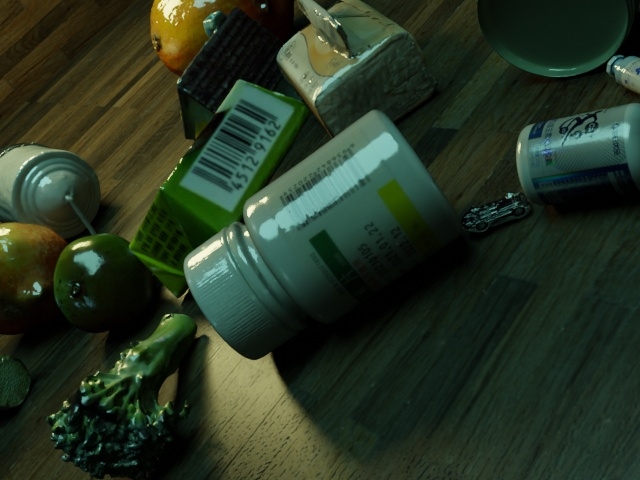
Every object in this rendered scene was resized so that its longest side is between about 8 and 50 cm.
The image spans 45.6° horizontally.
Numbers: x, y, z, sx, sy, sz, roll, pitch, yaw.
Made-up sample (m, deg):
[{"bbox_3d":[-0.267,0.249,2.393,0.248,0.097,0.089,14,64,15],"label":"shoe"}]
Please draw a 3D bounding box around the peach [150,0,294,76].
[{"bbox_3d":[-0.229,-0.542,1.839,0.372,0.290,0.372,-23,3,1],"label":"peach"}]

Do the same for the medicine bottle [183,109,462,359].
[{"bbox_3d":[0.000,0.000,1.037,0.339,0.208,0.208,-35,33,7],"label":"medicine bottle"}]

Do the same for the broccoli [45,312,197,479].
[{"bbox_3d":[-0.261,0.209,1.118,0.145,0.165,0.304,-55,5,35],"label":"broccoli"}]

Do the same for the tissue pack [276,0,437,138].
[{"bbox_3d":[0.036,-0.344,1.411,0.238,0.238,0.305,-35,33,4],"label":"tissue pack"}]

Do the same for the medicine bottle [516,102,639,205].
[{"bbox_3d":[0.346,-0.106,0.927,0.191,0.107,0.107,-8,43,38],"label":"medicine bottle"}]

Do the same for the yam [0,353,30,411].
[{"bbox_3d":[-0.642,0.278,1.408,0.194,0.107,0.107,-19,37,28],"label":"yam"}]

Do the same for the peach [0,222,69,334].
[{"bbox_3d":[-0.587,0.075,1.504,0.256,0.232,0.232,25,67,43],"label":"peach"}]

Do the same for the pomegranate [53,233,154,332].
[{"bbox_3d":[-0.375,0.070,1.374,0.180,0.180,0.209,-21,6,25],"label":"pomegranate"}]

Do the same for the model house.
[{"bbox_3d":[-0.207,-0.311,1.582,0.230,0.249,0.281,-6,44,41],"label":"model house"}]

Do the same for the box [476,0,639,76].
[{"bbox_3d":[0.360,-0.377,1.136,0.226,0.226,0.149,-4,46,41],"label":"box"}]

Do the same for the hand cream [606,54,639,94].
[{"bbox_3d":[0.450,-0.209,1.016,0.065,0.043,0.171,-42,37,3],"label":"hand cream"}]

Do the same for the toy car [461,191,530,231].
[{"bbox_3d":[0.235,-0.035,1.022,0.093,0.025,0.041,-22,34,15],"label":"toy car"}]

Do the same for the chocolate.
[{"bbox_3d":[-0.179,-0.090,1.284,0.301,0.137,0.289,-60,9,-33],"label":"chocolate"}]

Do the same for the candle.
[{"bbox_3d":[-0.652,-0.118,1.799,0.342,0.221,0.221,11,56,49],"label":"candle"}]
